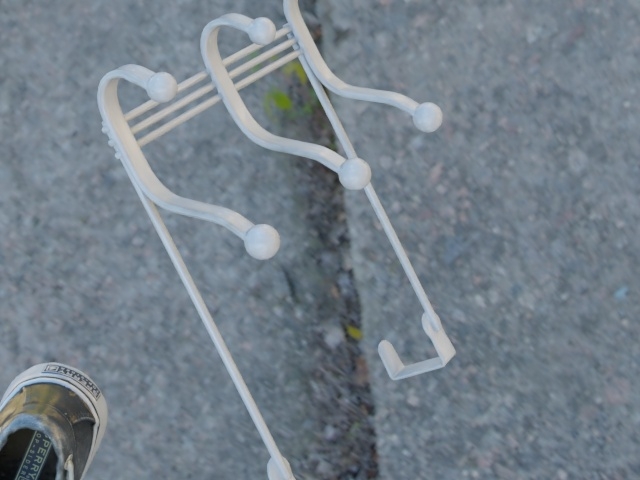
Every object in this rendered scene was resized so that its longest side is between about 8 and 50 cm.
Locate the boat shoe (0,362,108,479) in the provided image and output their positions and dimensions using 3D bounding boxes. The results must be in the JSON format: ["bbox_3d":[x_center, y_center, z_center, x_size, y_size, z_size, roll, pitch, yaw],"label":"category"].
[{"bbox_3d":[-0.240,0.242,1.034,0.113,0.105,0.306,27,112,-5],"label":"boat shoe"}]

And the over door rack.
[{"bbox_3d":[0.000,0.000,0.935,0.108,0.324,0.239,-4,21,36],"label":"over door rack"}]
